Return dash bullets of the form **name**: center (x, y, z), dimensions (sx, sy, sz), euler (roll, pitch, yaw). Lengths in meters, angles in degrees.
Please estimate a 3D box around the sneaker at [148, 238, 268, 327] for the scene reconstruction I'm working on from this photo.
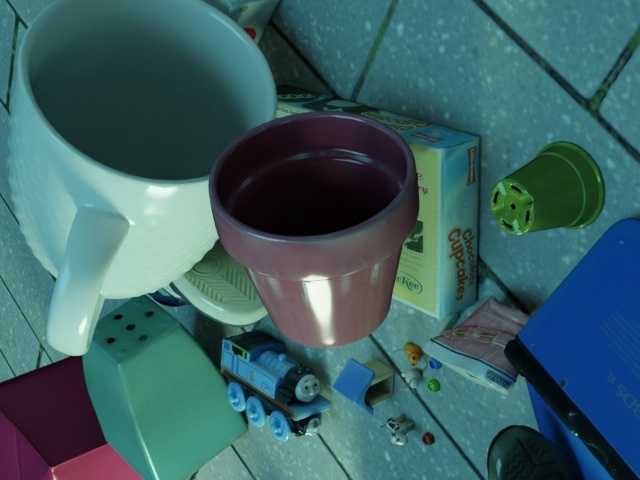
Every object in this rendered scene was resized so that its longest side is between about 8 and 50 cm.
- **sneaker**: center (-0.174, 0.049, 1.445), dimensions (0.350, 0.131, 0.148), euler (38, 141, 45)

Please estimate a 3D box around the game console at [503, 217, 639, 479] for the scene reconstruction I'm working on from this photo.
- **game console**: center (0.307, 0.171, 0.884), dimensions (0.250, 0.173, 0.293), euler (-52, 44, 16)

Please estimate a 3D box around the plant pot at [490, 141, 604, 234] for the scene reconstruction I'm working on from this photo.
- **plant pot**: center (0.197, -0.040, 0.933), dimensions (0.083, 0.079, 0.083), euler (26, 126, 43)

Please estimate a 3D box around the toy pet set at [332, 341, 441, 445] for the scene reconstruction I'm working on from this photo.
- **toy pet set**: center (0.075, 0.177, 1.211), dimensions (0.114, 0.065, 0.122), euler (28, 127, 43)

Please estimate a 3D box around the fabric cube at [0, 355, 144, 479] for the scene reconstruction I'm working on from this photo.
- **fabric cube**: center (-0.402, 0.371, 1.776), dimensions (0.259, 0.254, 0.258), euler (32, 130, 42)

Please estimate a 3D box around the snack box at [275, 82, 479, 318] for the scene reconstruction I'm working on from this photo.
- **snack box**: center (0.038, -0.054, 1.154), dimensions (0.322, 0.060, 0.187), euler (24, 124, 46)

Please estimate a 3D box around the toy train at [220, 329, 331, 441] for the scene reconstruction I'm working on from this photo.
- **toy train**: center (-0.063, 0.194, 1.395), dimensions (0.184, 0.080, 0.105), euler (24, 119, 46)

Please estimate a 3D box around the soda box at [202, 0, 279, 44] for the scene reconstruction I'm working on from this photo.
- **soda box**: center (-0.128, -0.245, 1.274), dimensions (0.069, 0.074, 0.216), euler (58, 143, 16)

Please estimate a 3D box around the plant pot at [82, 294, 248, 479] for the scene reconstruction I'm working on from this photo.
- **plant pot**: center (-0.240, 0.208, 1.503), dimensions (0.165, 0.165, 0.234), euler (32, 147, 41)

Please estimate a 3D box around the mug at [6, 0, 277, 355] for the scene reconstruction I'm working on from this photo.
- **mug**: center (-0.233, -0.047, 1.179), dimensions (0.328, 0.276, 0.374), euler (121, 164, -52)

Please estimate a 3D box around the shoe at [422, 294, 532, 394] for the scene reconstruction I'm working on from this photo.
- **shoe**: center (0.166, 0.101, 1.064), dimensions (0.063, 0.081, 0.178), euler (32, 175, -12)

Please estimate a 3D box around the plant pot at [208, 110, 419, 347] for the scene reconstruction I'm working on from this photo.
- **plant pot**: center (0.000, 0.000, 1.030), dimensions (0.201, 0.201, 0.180), euler (36, 147, 38)

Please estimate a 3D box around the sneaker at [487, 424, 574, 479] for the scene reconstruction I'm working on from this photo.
- **sneaker**: center (0.194, 0.242, 1.013), dimensions (0.130, 0.087, 0.227), euler (36, 167, 51)

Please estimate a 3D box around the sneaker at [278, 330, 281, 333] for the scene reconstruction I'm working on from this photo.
- **sneaker**: center (-0.014, 0.108, 1.322), dimensions (0.057, 0.047, 0.119), euler (57, 146, -2)
